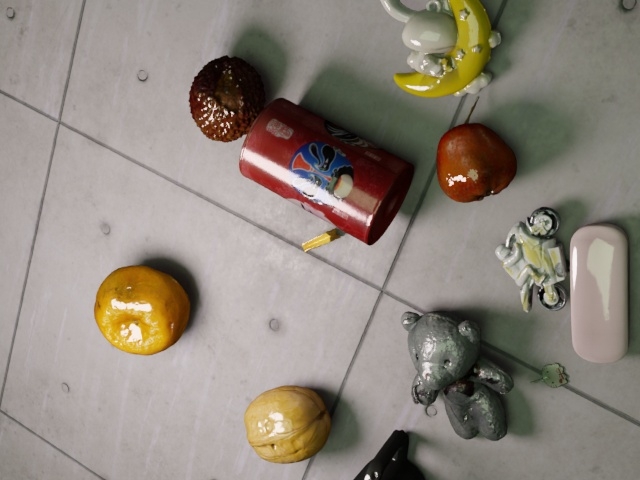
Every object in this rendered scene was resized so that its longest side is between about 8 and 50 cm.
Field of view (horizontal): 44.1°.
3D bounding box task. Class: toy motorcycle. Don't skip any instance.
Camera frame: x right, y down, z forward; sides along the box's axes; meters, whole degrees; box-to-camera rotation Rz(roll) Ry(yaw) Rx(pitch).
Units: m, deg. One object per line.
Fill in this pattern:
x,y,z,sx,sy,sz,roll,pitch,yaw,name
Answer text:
0.445,0.042,1.668,0.151,0.074,0.228,-2,105,28,toy motorcycle

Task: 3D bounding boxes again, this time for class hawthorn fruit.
0.309,-0.183,1.634,0.163,0.163,0.203,-27,76,28,hawthorn fruit

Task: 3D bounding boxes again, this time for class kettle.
0.115,0.621,1.848,0.203,0.308,0.262,-17,97,28,kettle

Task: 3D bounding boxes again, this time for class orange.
-0.456,0.166,2.060,0.249,0.183,0.248,4,117,8,orange

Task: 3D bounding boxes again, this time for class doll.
0.243,-0.410,1.618,0.252,0.111,0.237,9,123,21,doll
0.301,0.316,1.762,0.246,0.158,0.340,-8,104,39,doll

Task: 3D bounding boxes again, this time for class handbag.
0.000,0.000,1.869,0.083,0.061,0.027,-24,89,30,handbag

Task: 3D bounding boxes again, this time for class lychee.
-0.213,-0.316,1.823,0.188,0.188,0.188,7,107,23,lychee

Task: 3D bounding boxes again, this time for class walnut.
-0.085,0.457,1.965,0.226,0.193,0.193,-13,98,27,walnut

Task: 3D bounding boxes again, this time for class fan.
0.503,0.304,1.752,0.083,0.004,0.055,-24,93,29,fan

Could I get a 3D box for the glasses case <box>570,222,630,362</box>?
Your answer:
0.574,0.110,1.625,0.113,0.075,0.296,1,104,25,glasses case

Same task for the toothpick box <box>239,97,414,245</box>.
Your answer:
0.013,-0.153,1.740,0.333,0.204,0.204,29,114,16,toothpick box
